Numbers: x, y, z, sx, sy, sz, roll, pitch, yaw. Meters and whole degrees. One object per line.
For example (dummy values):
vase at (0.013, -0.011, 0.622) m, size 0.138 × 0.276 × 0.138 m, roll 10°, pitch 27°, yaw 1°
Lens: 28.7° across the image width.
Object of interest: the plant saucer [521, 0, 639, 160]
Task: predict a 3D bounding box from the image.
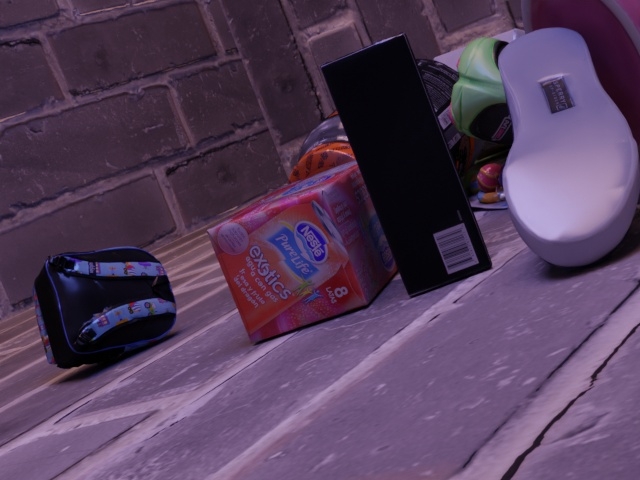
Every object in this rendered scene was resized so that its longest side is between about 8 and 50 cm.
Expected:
plant saucer at (0.327, -0.211, 1.371) m, size 0.084 × 0.332 × 0.332 m, roll -31°, pitch 8°, yaw -12°

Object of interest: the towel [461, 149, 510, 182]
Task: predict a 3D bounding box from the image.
towel at (0.221, -0.091, 2.118) m, size 0.324 × 0.038 × 0.248 m, roll -26°, pitch 7°, yaw -31°

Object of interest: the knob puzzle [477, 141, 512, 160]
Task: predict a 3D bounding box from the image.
knob puzzle at (0.246, -0.184, 2.039) m, size 0.213 × 0.030 × 0.213 m, roll 4°, pitch -15°, yaw 1°

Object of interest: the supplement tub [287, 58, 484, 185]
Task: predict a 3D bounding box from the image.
supplement tub at (0.099, -0.123, 1.846) m, size 0.207 × 0.207 × 0.338 m, roll -17°, pitch 17°, yaw 36°

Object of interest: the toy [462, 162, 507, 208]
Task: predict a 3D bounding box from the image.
toy at (0.269, -0.092, 1.827) m, size 0.136 × 0.056 × 0.237 m, roll -24°, pitch 6°, yaw -15°

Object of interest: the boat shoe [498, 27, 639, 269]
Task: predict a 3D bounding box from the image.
boat shoe at (0.251, -0.063, 1.272) m, size 0.135 × 0.156 × 0.367 m, roll -16°, pitch 36°, yaw 10°

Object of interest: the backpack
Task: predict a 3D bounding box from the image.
backpack at (-0.296, 0.090, 1.732) m, size 0.173 × 0.158 × 0.117 m, roll -9°, pitch -20°, yaw -33°

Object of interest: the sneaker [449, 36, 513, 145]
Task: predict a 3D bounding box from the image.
sneaker at (0.371, -0.187, 1.821) m, size 0.202 × 0.185 × 0.482 m, roll 21°, pitch 18°, yaw 33°

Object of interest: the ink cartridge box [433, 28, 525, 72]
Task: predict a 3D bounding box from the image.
ink cartridge box at (0.361, -0.251, 2.104) m, size 0.289 × 0.122 × 0.211 m, roll 7°, pitch -12°, yaw -35°

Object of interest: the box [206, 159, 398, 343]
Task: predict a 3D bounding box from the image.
box at (0.000, 0.000, 1.506) m, size 0.154 × 0.142 × 0.300 m, roll -20°, pitch 6°, yaw 17°

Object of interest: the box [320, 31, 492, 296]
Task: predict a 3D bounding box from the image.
box at (0.094, -0.087, 1.379) m, size 0.103 × 0.261 × 0.184 m, roll -21°, pitch 5°, yaw 8°
